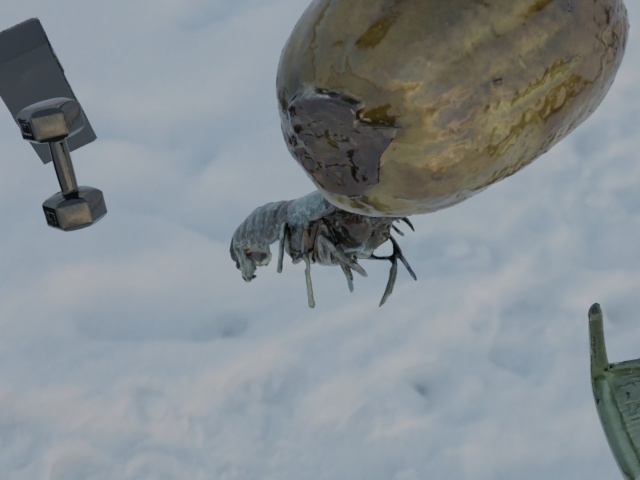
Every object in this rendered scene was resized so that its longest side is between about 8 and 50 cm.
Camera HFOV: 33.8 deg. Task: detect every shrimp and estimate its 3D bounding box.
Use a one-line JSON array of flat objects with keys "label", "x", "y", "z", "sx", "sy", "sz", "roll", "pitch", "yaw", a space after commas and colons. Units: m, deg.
[{"label": "shrimp", "x": 0.001, "y": -0.004, "z": 1.557, "sx": 0.410, "sy": 0.166, "sz": 0.221, "roll": 6, "pitch": 31, "yaw": 44}]

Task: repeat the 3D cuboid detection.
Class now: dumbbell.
[{"label": "dumbbell", "x": -0.162, "y": -0.047, "z": 0.666, "sx": 0.036, "sy": 0.083, "sz": 0.040, "roll": -2, "pitch": 22, "yaw": 22}]

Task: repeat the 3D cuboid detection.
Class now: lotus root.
[{"label": "lotus root", "x": 0.086, "y": -0.110, "z": 0.562, "sx": 0.128, "sy": 0.145, "sz": 0.260, "roll": 19, "pitch": 47, "yaw": 43}]

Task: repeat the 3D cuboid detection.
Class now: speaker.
[{"label": "speaker", "x": -0.335, "y": -0.174, "z": 1.264, "sx": 0.082, "sy": 0.218, "sz": 0.044, "roll": -28, "pitch": 67, "yaw": -7}]

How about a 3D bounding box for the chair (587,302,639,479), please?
[{"label": "chair", "x": 0.399, "y": 0.185, "z": 1.135, "sx": 0.190, "sy": 0.275, "sz": 0.203, "roll": -16, "pitch": 61, "yaw": 3}]
